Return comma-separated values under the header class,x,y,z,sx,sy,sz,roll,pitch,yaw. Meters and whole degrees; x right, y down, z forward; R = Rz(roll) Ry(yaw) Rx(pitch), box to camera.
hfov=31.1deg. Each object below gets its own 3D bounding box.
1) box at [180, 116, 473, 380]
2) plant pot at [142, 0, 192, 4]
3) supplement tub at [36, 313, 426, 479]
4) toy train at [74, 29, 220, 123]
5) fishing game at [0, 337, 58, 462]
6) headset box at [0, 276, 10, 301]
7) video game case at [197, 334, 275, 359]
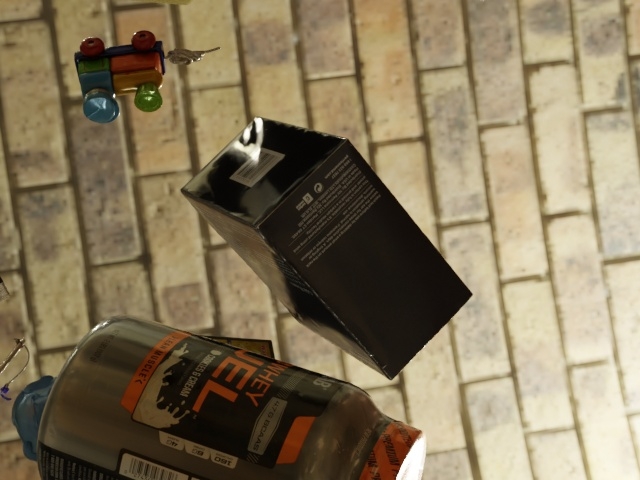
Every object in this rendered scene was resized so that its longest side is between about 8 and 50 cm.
class,x,y,z,sx,sy,sz,roll,pitch,yaw
box,0.000,0.000,1.696,0.312,0.179,0.343,50,-11,-25
plant pot,-0.300,-0.539,2.087,0.187,0.212,0.212,105,-12,-71
supplement tub,-0.076,0.197,1.042,0.193,0.316,0.193,16,90,-74
toy train,-0.285,-0.273,1.937,0.105,0.248,0.143,87,-7,-46
fishing game,-0.286,0.239,1.354,0.041,0.264,0.189,-44,-165,22
headset box,-0.451,0.069,1.532,0.032,0.062,0.083,56,-15,9
video game case,-0.189,0.291,2.093,0.035,0.248,0.274,117,-29,-43
